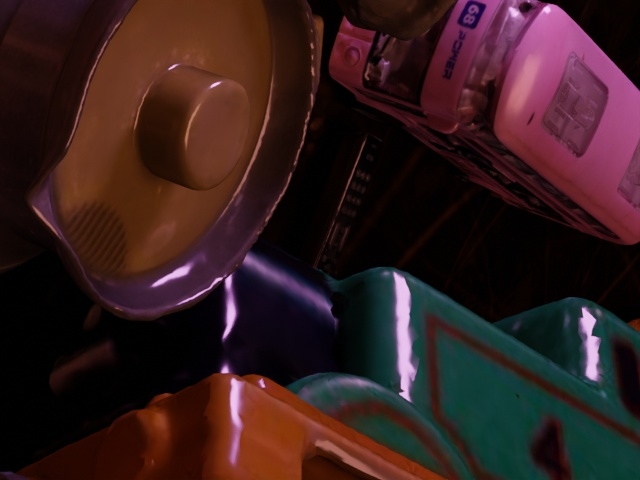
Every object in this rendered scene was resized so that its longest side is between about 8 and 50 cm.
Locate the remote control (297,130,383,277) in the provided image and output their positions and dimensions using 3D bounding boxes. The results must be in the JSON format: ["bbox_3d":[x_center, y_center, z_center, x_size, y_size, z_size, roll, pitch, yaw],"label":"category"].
[{"bbox_3d":[0.000,0.000,0.692,0.034,0.016,0.091,17,94,-76],"label":"remote control"}]

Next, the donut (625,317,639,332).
[{"bbox_3d":[0.184,0.109,1.021,0.152,0.058,0.152,-37,139,-42],"label":"donut"}]

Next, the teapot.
[{"bbox_3d":[-0.062,-0.049,0.456,0.166,0.119,0.130,-29,133,-49],"label":"teapot"}]

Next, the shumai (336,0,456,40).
[{"bbox_3d":[0.004,-0.154,0.508,0.142,0.184,0.184,29,81,-16],"label":"shumai"}]

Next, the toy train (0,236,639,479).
[{"bbox_3d":[0.037,0.121,0.601,0.429,0.178,0.249,32,45,-37],"label":"toy train"}]

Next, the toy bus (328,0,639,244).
[{"bbox_3d":[0.081,-0.052,0.716,0.203,0.090,0.063,27,86,-59],"label":"toy bus"}]
